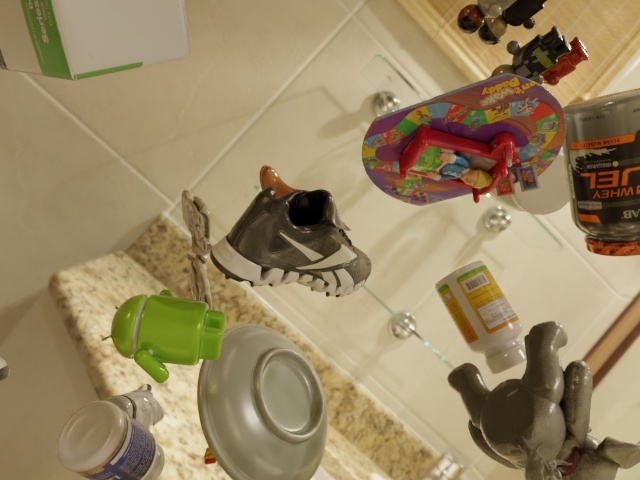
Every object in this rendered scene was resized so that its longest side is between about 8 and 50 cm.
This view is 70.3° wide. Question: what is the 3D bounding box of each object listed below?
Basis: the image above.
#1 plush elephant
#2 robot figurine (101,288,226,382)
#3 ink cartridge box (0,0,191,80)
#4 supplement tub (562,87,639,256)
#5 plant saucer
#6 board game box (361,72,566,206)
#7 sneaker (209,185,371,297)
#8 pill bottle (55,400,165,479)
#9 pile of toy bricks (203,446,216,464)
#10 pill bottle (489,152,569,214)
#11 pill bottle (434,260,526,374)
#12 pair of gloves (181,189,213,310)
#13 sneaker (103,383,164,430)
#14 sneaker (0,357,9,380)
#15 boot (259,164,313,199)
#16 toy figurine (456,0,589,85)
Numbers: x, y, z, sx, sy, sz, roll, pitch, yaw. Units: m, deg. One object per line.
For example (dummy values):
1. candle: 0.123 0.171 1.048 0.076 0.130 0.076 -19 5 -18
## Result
1. plush elephant: 0.441 0.364 0.857 0.255 0.272 0.330 36 28 -19
2. robot figurine: -0.157 0.091 0.465 0.115 0.067 0.101 9 35 -9
3. ink cartridge box: -0.287 -0.249 0.514 0.219 0.160 0.093 16 -55 26
4. supplement tub: 0.370 -0.084 0.563 0.117 0.117 0.191 -147 -138 -75
5. plant saucer: -0.097 0.371 1.068 0.400 0.100 0.401 36 36 -32
6. board game box: 0.118 -0.065 0.386 0.133 0.168 0.033 45 40 -48
7. sneaker: 0.000 0.000 0.493 0.234 0.106 0.078 12 25 -50
8. pill bottle: -0.492 0.508 1.100 0.153 0.153 0.265 40 -22 37
9. pile of toy bricks: -0.278 0.507 1.287 0.212 0.118 0.105 -87 159 -58
10. pill bottle: 0.612 -0.207 1.390 0.210 0.210 0.363 43 14 -11
11. pill bottle: 0.392 0.184 1.090 0.246 0.136 0.136 64 5 18
12. pair of gloves: -0.245 0.024 0.931 0.204 0.042 0.240 -147 -127 -62
13. sneaker: -0.607 0.657 1.482 0.137 0.366 0.210 0 3 12
14. sneaker: -0.508 0.111 0.549 0.090 0.145 0.270 -7 -13 23
15. boot: -0.082 -0.138 1.321 0.152 0.073 0.197 4 -45 43
16. toy figurine: 0.362 -0.371 0.837 0.209 0.148 0.213 -21 84 -47
